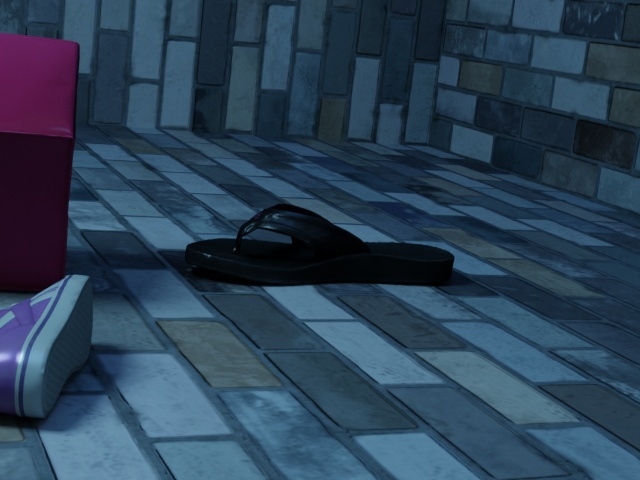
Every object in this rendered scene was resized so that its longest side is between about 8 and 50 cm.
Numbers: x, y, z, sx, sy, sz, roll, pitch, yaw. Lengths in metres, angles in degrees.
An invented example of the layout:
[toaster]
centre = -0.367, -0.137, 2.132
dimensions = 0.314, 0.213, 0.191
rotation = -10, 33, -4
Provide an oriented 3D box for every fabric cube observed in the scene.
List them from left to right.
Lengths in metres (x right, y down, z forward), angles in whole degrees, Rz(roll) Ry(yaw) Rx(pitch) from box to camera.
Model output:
[fabric cube]
centre = -0.456, -0.107, 1.576
dimensions = 0.254, 0.259, 0.258
rotation = 4, 36, -15

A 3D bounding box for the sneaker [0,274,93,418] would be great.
[sneaker]
centre = -0.329, 0.094, 1.229
dimensions = 0.161, 0.102, 0.282
rotation = 4, 11, 2

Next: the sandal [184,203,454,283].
[sandal]
centre = 0.000, -0.001, 1.856
dimensions = 0.446, 0.107, 0.167
rotation = 1, 12, -25
